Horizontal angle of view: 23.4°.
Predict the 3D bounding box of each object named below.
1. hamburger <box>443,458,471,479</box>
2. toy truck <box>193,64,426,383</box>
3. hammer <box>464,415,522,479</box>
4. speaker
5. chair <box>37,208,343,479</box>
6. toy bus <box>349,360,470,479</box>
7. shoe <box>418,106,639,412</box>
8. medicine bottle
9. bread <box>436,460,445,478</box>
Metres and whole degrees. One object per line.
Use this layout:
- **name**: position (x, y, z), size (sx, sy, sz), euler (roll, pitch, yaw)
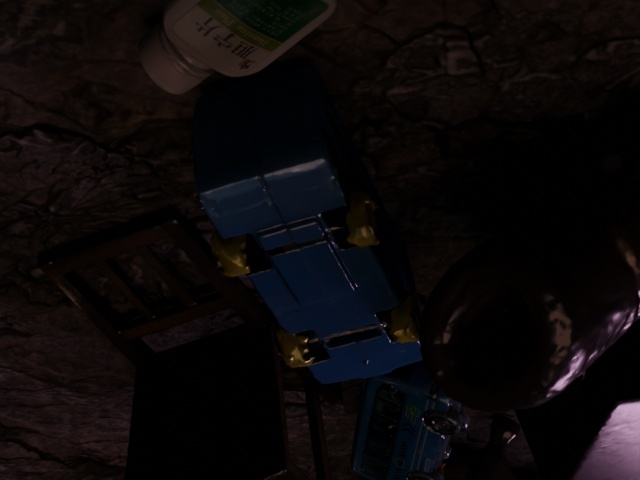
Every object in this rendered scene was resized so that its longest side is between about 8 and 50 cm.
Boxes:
- **hamburger**: position (0.158, 0.392, 2.109), size (0.309, 0.132, 0.211), euler (-25, 138, 22)
- **toy truck**: position (0.000, 0.000, 1.566), size (0.161, 0.162, 0.385), euler (-15, 142, 12)
- **hammer**: position (0.386, 0.392, 2.032), size (0.440, 0.168, 0.044), euler (26, 169, -11)
- **speaker**: position (0.365, 0.175, 1.793), size (0.232, 0.184, 0.254), euler (-5, 143, -19)
- **chair**: position (-0.131, 0.190, 1.730), size (0.203, 0.240, 0.416), euler (-18, 141, 19)
- **toy bus**: position (0.112, 0.201, 1.861), size (0.134, 0.113, 0.246), euler (21, 143, 11)
- **shoe**: position (0.260, 0.017, 1.528), size (0.384, 0.171, 0.237), euler (-44, 172, 31)
- **medicine bottle**: position (-0.079, -0.204, 1.371), size (0.183, 0.069, 0.119), euler (-33, 137, 32)
- **bread**: position (0.112, 0.292, 2.000), size (0.084, 0.109, 0.080), euler (-18, 144, 22)
